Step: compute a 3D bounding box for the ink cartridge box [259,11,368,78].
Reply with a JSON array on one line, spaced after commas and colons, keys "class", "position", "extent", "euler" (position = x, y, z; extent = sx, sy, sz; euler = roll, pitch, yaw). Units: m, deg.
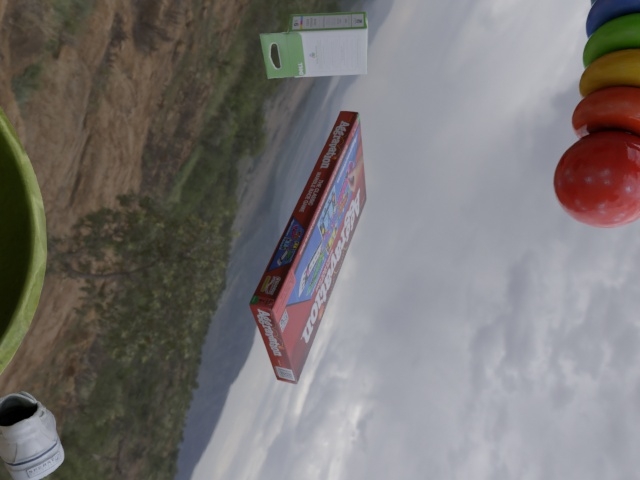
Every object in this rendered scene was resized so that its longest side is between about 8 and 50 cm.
[{"class": "ink cartridge box", "position": [-0.009, -0.392, 1.112], "extent": [0.109, 0.210, 0.062], "euler": [83, 6, -56]}]

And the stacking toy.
[{"class": "stacking toy", "position": [0.300, -0.168, 0.521], "extent": [0.141, 0.141, 0.330], "euler": [135, -22, -78]}]

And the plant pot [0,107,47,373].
[{"class": "plant pot", "position": [-0.401, 0.041, 0.256], "extent": [0.353, 0.366, 0.366], "euler": [-37, -163, 22]}]

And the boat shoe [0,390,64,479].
[{"class": "boat shoe", "position": [-0.373, 0.223, 0.688], "extent": [0.083, 0.075, 0.226], "euler": [-22, -167, -40]}]

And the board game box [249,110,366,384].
[{"class": "board game box", "position": [0.000, 0.000, 0.611], "extent": [0.145, 0.027, 0.281], "euler": [81, 25, -49]}]
